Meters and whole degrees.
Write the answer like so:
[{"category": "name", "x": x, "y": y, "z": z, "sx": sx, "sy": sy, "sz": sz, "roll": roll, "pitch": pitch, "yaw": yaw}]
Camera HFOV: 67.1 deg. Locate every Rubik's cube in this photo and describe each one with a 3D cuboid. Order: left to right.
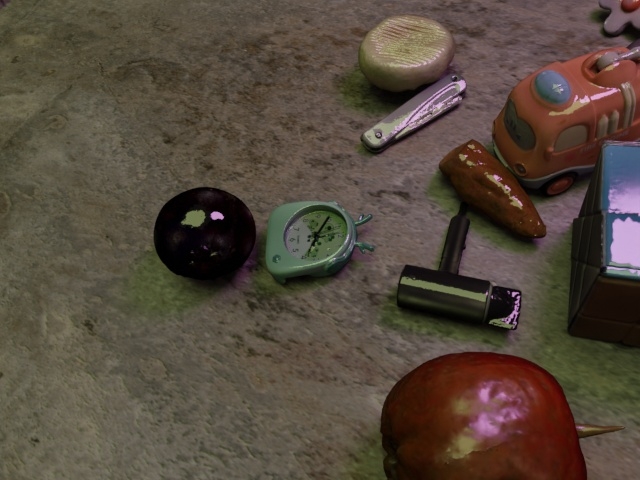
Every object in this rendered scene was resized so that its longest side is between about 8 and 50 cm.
[{"category": "Rubik's cube", "x": 0.502, "y": 0.018, "z": 0.695, "sx": 0.224, "sy": 0.221, "sz": 0.231, "roll": 8, "pitch": 62, "yaw": 20}]

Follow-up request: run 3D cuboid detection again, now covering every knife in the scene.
[{"category": "knife", "x": 0.210, "y": -0.277, "z": 1.061, "sx": 0.265, "sy": 0.040, "sz": 0.073, "roll": -33, "pitch": 67, "yaw": -6}]

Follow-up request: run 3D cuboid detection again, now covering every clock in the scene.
[{"category": "clock", "x": 0.000, "y": 0.000, "z": 0.935, "sx": 0.211, "sy": 0.066, "sz": 0.159, "roll": -4, "pitch": 59, "yaw": 12}]

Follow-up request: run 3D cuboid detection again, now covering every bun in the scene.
[{"category": "bun", "x": 0.194, "y": -0.412, "z": 1.103, "sx": 0.222, "sy": 0.127, "sz": 0.222, "roll": 0, "pitch": 59, "yaw": 0}]

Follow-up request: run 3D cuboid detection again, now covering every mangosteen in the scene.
[{"category": "mangosteen", "x": -0.227, "y": -0.024, "z": 0.955, "sx": 0.194, "sy": 0.194, "sz": 0.230, "roll": -24, "pitch": 31, "yaw": 0}]

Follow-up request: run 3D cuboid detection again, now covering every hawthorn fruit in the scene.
[{"category": "hawthorn fruit", "x": 0.199, "y": 0.265, "z": 0.624, "sx": 0.262, "sy": 0.258, "sz": 0.258, "roll": -5, "pitch": 50, "yaw": -32}]

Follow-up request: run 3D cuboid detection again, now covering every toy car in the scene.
[{"category": "toy car", "x": 0.447, "y": -0.226, "z": 0.857, "sx": 0.270, "sy": 0.212, "sz": 0.180, "roll": -21, "pitch": 57, "yaw": 8}]

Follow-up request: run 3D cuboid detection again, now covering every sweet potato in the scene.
[{"category": "sweet potato", "x": 0.314, "y": -0.093, "z": 0.891, "sx": 0.097, "sy": 0.097, "sz": 0.252, "roll": -33, "pitch": 61, "yaw": -6}]

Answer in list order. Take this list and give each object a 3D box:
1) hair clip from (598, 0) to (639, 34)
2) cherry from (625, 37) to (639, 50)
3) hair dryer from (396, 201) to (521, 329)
[{"category": "hair clip", "x": 0.714, "y": -0.484, "z": 1.009, "sx": 0.257, "sy": 0.075, "sz": 0.146, "roll": 42, "pitch": 107, "yaw": 45}, {"category": "cherry", "x": 0.645, "y": -0.321, "z": 0.913, "sx": 0.176, "sy": 0.140, "sz": 0.176, "roll": 0, "pitch": 33, "yaw": 0}, {"category": "hair dryer", "x": 0.259, "y": 0.028, "z": 0.852, "sx": 0.195, "sy": 0.078, "sz": 0.248, "roll": 10, "pitch": 57, "yaw": 19}]
